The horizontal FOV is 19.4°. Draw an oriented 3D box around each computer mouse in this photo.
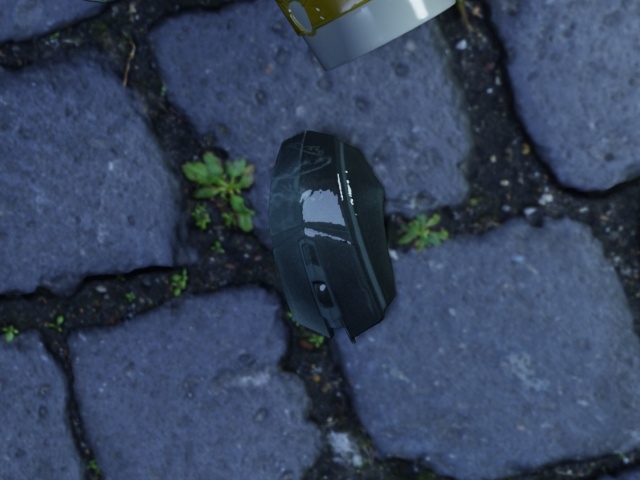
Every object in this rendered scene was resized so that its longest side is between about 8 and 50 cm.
[{"bbox_3d":[0.001,0.001,1.927,0.126,0.071,0.231,-2,103,26],"label":"computer mouse"}]

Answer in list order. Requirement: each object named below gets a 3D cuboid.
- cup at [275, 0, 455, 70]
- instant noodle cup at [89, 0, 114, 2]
[{"bbox_3d":[0.004,-0.288,1.810,0.226,0.185,0.241,61,153,-6],"label":"cup"},{"bbox_3d":[-0.297,-0.389,1.845,0.296,0.296,0.214,28,105,16],"label":"instant noodle cup"}]
